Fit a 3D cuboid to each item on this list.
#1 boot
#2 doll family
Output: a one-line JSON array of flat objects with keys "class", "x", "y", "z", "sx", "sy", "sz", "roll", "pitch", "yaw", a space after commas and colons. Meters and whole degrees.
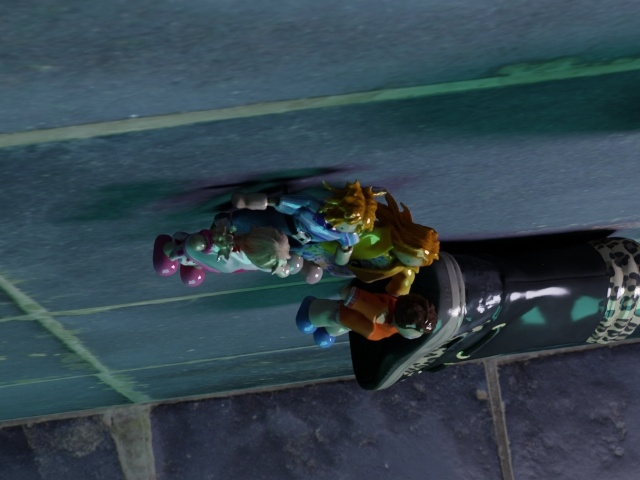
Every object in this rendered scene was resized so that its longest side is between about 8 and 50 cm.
[{"class": "boot", "x": 0.195, "y": 0.082, "z": 1.693, "sx": 0.284, "sy": 0.138, "sz": 0.377, "roll": -5, "pitch": 165, "yaw": -15}, {"class": "doll family", "x": 0.000, "y": 0.000, "z": 1.184, "sx": 0.263, "sy": 0.118, "sz": 0.163, "roll": 25, "pitch": 157, "yaw": -39}]
